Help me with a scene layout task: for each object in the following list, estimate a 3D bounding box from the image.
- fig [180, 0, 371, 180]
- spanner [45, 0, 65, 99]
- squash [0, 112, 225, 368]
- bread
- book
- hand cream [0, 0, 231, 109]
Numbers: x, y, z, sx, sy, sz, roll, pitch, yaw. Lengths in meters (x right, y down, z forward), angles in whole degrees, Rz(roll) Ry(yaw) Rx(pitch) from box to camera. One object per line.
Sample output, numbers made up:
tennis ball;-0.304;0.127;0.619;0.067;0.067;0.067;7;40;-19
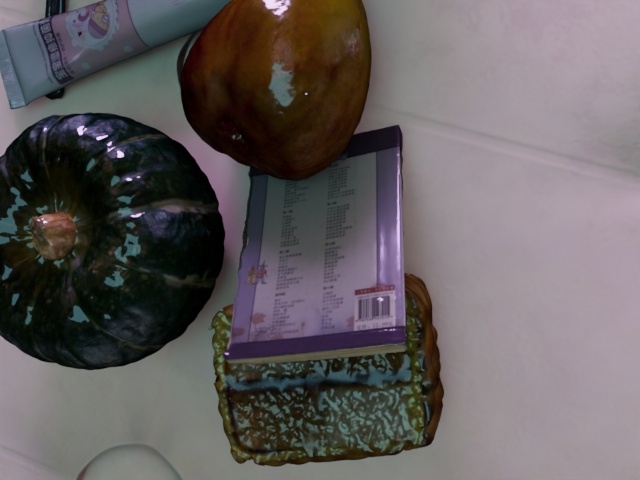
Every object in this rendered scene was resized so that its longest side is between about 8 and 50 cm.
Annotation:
fig;-0.007;-0.190;0.619;0.170;0.145;0.274;31;83;30
spanner;-0.286;-0.259;0.739;0.046;0.012;0.208;7;96;12
squash;-0.218;-0.002;0.663;0.252;0.165;0.252;1;92;14
bread;0.005;0.120;0.653;0.222;0.096;0.181;-11;90;16
book;0.000;0.000;0.615;0.158;0.026;0.231;-8;55;17
hand cream;-0.197;-0.224;0.701;0.331;0.058;0.085;-14;98;18
